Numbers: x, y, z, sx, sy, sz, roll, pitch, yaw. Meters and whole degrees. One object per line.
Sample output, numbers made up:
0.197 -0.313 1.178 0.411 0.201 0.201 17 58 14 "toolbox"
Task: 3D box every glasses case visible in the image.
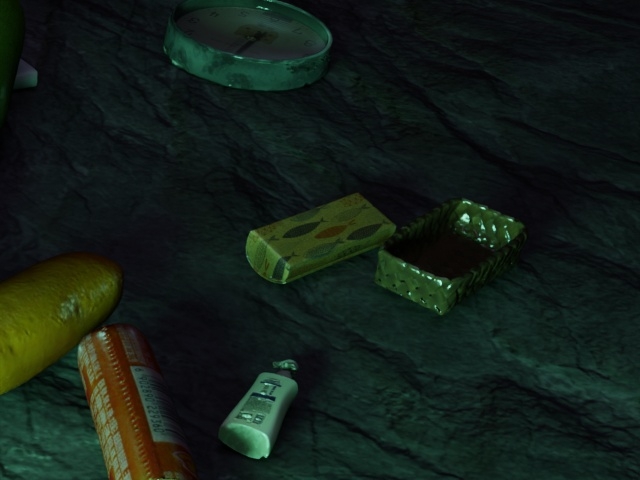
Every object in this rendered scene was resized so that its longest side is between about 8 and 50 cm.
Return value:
0.000 0.000 1.803 0.170 0.041 0.064 -21 53 -43 "glasses case"

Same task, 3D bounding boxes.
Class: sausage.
-0.268 0.076 1.534 0.098 0.098 0.238 23 30 21 "sausage"
-0.163 0.149 1.458 0.074 0.074 0.274 -1 32 -19 "sausage"

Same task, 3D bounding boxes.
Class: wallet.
-0.408 -0.197 2.031 0.122 0.025 0.061 -13 40 -35 "wallet"

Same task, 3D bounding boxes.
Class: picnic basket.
0.141 0.016 1.804 0.110 0.055 0.193 25 33 26 "picnic basket"

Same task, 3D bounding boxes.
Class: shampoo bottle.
-0.047 0.148 1.536 0.049 0.034 0.141 10 28 14 "shampoo bottle"

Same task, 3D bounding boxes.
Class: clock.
-0.095 -0.266 2.231 0.226 0.049 0.226 8 28 -4 "clock"

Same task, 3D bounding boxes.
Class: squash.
-0.397 -0.180 1.909 0.101 0.101 0.379 9 38 -3 "squash"
